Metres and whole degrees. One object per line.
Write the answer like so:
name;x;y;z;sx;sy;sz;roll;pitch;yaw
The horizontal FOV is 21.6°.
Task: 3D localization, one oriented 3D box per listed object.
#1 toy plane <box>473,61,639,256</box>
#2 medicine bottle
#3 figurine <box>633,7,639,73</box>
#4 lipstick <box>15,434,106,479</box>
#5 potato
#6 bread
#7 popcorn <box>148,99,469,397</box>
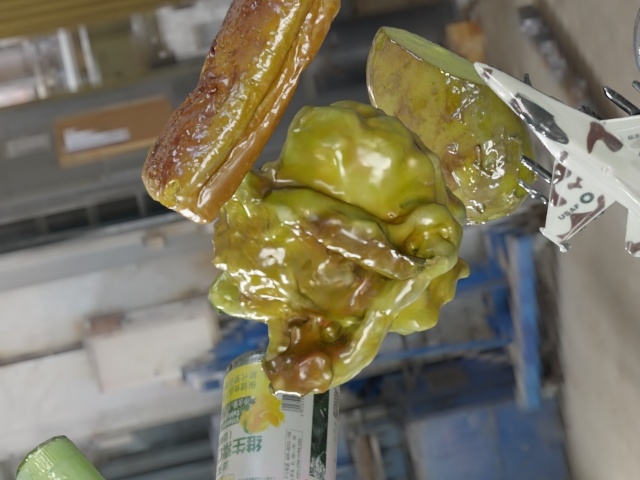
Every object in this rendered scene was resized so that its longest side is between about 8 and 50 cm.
toy plane;0.199;-0.068;1.218;0.234;0.160;0.082;41;-150;-14
medicine bottle;-0.052;0.282;1.957;0.141;0.141;0.293;92;-179;-62
figurine;0.417;-0.194;1.562;0.265;0.175;0.197;-27;100;45
lipstick;-0.201;0.330;1.744;0.304;0.076;0.076;46;162;16
potato;0.163;-0.157;2.171;0.298;0.176;0.141;51;-158;6
bread;-0.087;-0.153;1.656;0.271;0.077;0.139;-59;31;5
popcorn;-0.002;-0.010;1.836;0.321;0.290;0.325;57;141;10
